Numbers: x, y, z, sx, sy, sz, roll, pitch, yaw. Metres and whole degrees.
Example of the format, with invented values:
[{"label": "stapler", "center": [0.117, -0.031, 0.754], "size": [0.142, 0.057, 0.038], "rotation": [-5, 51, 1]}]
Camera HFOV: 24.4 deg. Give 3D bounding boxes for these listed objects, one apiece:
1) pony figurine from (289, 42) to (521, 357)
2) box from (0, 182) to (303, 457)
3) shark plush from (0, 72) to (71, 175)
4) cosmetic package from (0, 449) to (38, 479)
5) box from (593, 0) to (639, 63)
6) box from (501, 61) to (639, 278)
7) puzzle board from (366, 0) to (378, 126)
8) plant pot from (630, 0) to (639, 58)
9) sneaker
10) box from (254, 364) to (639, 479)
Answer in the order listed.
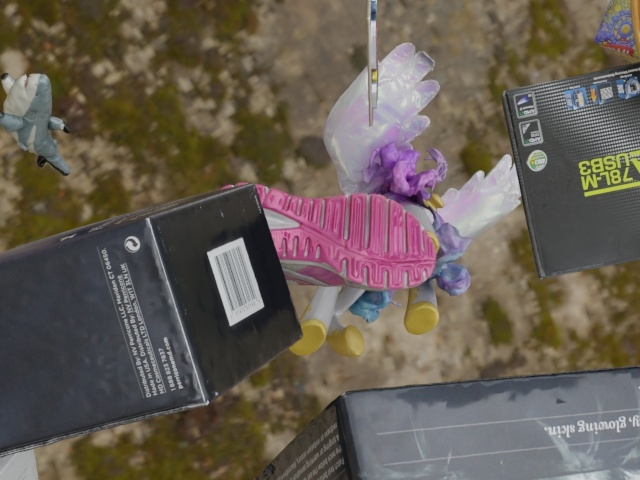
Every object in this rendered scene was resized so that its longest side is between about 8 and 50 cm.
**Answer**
[{"label": "pony figurine", "center": [0.087, -0.027, 1.904], "size": [0.303, 0.351, 0.363], "rotation": [44, 17, -24]}, {"label": "box", "center": [-0.214, 0.077, 1.432], "size": [0.296, 0.294, 0.183], "rotation": [-26, 99, -73]}, {"label": "shark plush", "center": [-0.322, -0.126, 1.716], "size": [0.073, 0.067, 0.161], "rotation": [-90, 168, -52]}, {"label": "cosmetic package", "center": [-0.398, 0.345, 1.561], "size": [0.224, 0.138, 0.225], "rotation": [-57, 151, -57]}, {"label": "box", "center": [0.486, -0.208, 1.498], "size": [0.279, 0.290, 0.177], "rotation": [13, 102, -52]}, {"label": "box", "center": [0.281, -0.071, 1.404], "size": [0.045, 0.190, 0.184], "rotation": [-25, 104, -83]}, {"label": "puzzle board", "center": [0.053, -0.195, 1.510], "size": [0.096, 0.011, 0.128], "rotation": [-87, 175, -52]}, {"label": "plant pot", "center": [0.381, -0.211, 1.202], "size": [0.188, 0.205, 0.205], "rotation": [0, 73, -15]}, {"label": "sneaker", "center": [0.000, 0.000, 1.613], "size": [0.252, 0.111, 0.103], "rotation": [13, 77, -2]}, {"label": "box", "center": [0.234, 0.383, 1.379], "size": [0.480, 0.297, 0.472], "rotation": [-3, 68, -21]}]
